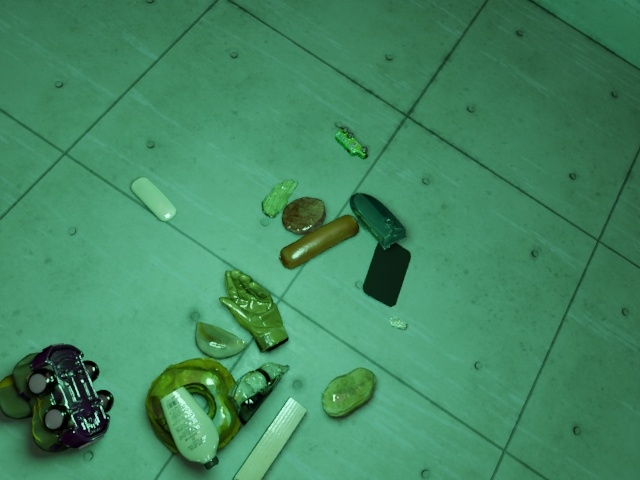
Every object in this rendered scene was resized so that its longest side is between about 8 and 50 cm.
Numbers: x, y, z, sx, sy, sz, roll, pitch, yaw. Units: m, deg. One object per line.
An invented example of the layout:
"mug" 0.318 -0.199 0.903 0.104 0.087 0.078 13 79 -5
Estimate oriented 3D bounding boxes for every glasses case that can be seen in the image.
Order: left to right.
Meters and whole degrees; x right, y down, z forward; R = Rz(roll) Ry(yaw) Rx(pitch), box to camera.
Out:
"glasses case" -0.630 -0.156 1.840 0.081 0.051 0.204 -41 83 -17

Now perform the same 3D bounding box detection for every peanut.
"peanut" 0.099 0.531 1.710 0.224 0.129 0.129 -21 77 -24

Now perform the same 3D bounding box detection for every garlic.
"garlic" -0.362 0.361 1.708 0.196 0.087 0.101 20 58 0

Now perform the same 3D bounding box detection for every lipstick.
"lipstick" -0.182 0.704 1.632 0.080 0.076 0.371 36 71 5

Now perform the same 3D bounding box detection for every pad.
"pad" 0.186 0.089 1.896 0.323 0.055 0.249 23 71 -2

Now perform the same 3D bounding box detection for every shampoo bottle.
"shampoo bottle" -0.390 0.577 1.481 0.127 0.078 0.256 -30 81 -12

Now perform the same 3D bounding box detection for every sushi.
"sushi" -0.209 0.473 1.632 0.109 0.134 0.273 36 38 8

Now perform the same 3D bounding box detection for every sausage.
"sausage" -0.001 -0.001 1.873 0.349 0.094 0.097 -28 79 -16

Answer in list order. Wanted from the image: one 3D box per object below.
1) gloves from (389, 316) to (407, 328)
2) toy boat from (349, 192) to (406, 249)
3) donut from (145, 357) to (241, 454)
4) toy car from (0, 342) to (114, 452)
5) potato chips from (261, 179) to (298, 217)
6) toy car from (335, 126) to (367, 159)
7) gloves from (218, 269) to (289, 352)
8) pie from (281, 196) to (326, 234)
"gloves" 0.299 0.320 1.851 0.081 0.037 0.044 33 33 18
"toy boat" 0.209 -0.089 1.908 0.114 0.122 0.296 -24 52 -21
"donut" -0.407 0.541 1.603 0.330 0.160 0.329 5 69 -13
"toy car" -0.834 0.505 1.509 0.240 0.271 0.340 -29 79 2
"potato chips" -0.167 -0.176 1.929 0.092 0.028 0.207 25 62 8
"toy car" 0.130 -0.400 2.035 0.062 0.071 0.165 -43 84 -3
"gloves" -0.240 0.243 1.736 0.154 0.141 0.331 -32 90 9
"pie" -0.066 -0.099 1.878 0.183 0.049 0.182 -9 50 11
